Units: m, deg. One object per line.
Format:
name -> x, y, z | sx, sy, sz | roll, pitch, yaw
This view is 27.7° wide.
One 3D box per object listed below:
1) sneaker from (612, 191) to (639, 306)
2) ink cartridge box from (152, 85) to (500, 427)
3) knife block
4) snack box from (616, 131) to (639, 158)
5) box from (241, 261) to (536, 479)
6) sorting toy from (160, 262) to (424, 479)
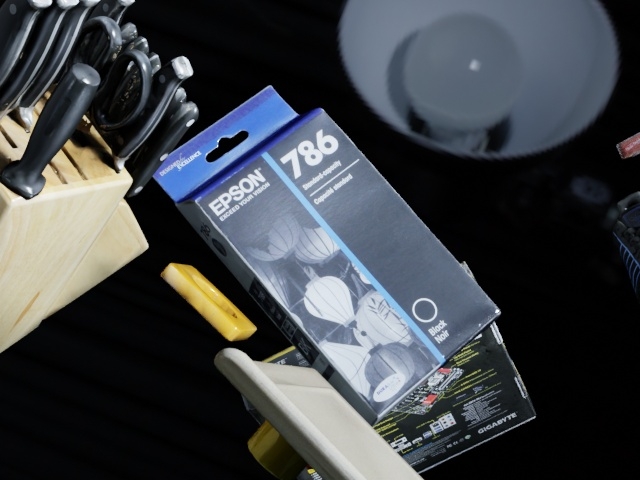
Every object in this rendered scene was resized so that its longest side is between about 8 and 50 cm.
sneaker -> 0.319, 0.015, 1.228 | 0.081, 0.090, 0.232 | -33, -173, 11
ink cartridge box -> 0.000, 0.000, 1.233 | 0.165, 0.333, 0.065 | -39, 169, -20
knife block -> -0.200, -0.030, 0.782 | 0.275, 0.088, 0.242 | -35, 161, -8
snack box -> 0.444, -0.149, 1.559 | 0.178, 0.022, 0.064 | -29, 174, 30
box -> 0.091, 0.198, 1.666 | 0.257, 0.322, 0.079 | 60, 5, -39
sorting toy -> 0.018, 0.147, 0.803 | 0.047, 0.347, 0.196 | -47, 160, 3
